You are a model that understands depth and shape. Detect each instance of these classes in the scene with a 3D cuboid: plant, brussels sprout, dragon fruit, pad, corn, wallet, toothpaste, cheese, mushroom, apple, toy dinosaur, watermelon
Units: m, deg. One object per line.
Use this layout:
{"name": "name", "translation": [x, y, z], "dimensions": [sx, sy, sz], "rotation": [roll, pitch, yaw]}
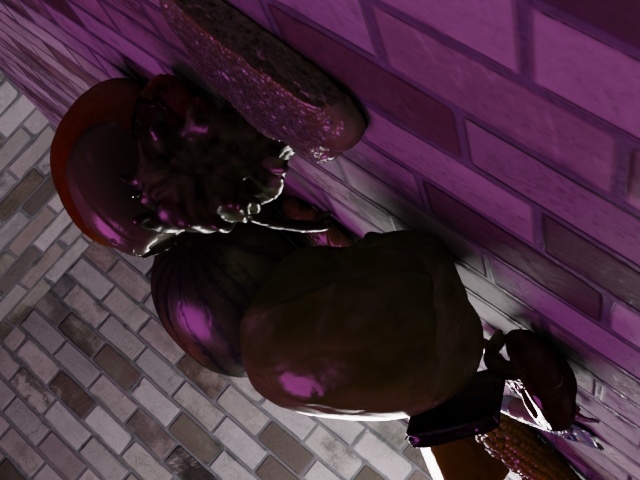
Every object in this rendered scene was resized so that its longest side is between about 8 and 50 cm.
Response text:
{"name": "plant", "translation": [-0.120, -0.037, 1.280], "dimensions": [0.251, 0.180, 0.333], "rotation": [-7, 147, 8]}
{"name": "brussels sprout", "translation": [0.055, 0.109, 1.180], "dimensions": [0.328, 0.247, 0.328], "rotation": [2, -178, 0]}
{"name": "dragon fruit", "translation": [-0.213, -0.153, 1.410], "dimensions": [0.262, 0.163, 0.189], "rotation": [111, 154, -56]}
{"name": "pad", "translation": [-0.062, -0.022, 1.673], "dimensions": [0.235, 0.003, 0.158], "rotation": [49, -175, -38]}
{"name": "corn", "translation": [0.405, 0.421, 1.762], "dimensions": [0.320, 0.097, 0.097], "rotation": [42, 170, -16]}
{"name": "wallet", "translation": [0.180, 0.217, 1.217], "dimensions": [0.232, 0.121, 0.031], "rotation": [-34, -71, -75]}
{"name": "toothpaste", "translation": [0.368, 0.293, 1.510], "dimensions": [0.056, 0.036, 0.205], "rotation": [45, 165, -27]}
{"name": "cheese", "translation": [-0.274, -0.077, 1.312], "dimensions": [0.202, 0.091, 0.175], "rotation": [54, -152, 7]}
{"name": "mushroom", "translation": [0.272, 0.168, 1.196], "dimensions": [0.170, 0.080, 0.135], "rotation": [49, 164, 49]}
{"name": "apple", "translation": [-0.349, -0.123, 1.682], "dimensions": [0.301, 0.301, 0.301], "rotation": [39, 170, 8]}
{"name": "toy dinosaur", "translation": [0.301, 0.203, 1.294], "dimensions": [0.167, 0.053, 0.242], "rotation": [45, 177, -6]}
{"name": "watermelon", "translation": [-0.149, 0.101, 1.671], "dimensions": [0.279, 0.279, 0.359], "rotation": [33, 159, 36]}

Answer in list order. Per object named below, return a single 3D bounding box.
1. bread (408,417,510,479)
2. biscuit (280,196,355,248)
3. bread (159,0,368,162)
{"name": "bread", "translation": [0.226, 0.416, 1.997], "dimensions": [0.361, 0.245, 0.233], "rotation": [35, 170, 11]}
{"name": "biscuit", "translation": [0.000, 0.000, 1.584], "dimensions": [0.187, 0.036, 0.273], "rotation": [44, 172, 6]}
{"name": "bread", "translation": [-0.065, -0.172, 1.042], "dimensions": [0.286, 0.056, 0.207], "rotation": [38, 168, 19]}
